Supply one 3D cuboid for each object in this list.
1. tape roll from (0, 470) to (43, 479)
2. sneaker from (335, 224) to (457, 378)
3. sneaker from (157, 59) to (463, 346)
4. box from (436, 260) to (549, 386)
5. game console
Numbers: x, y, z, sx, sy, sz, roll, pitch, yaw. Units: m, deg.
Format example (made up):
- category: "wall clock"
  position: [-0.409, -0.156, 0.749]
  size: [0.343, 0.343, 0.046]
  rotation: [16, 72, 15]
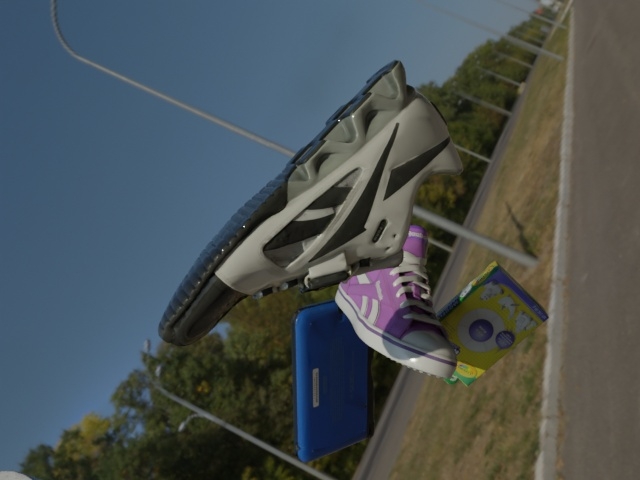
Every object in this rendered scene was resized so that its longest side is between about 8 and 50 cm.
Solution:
- category: "tape roll"
  position: [-0.328, 0.351, 0.685]
  size: [0.072, 0.219, 0.219]
  rotation: [47, -117, -42]
- category: "sneaker"
  position: [0.112, 0.062, 0.919]
  size: [0.161, 0.102, 0.282]
  rotation: [-65, 29, 10]
- category: "sneaker"
  position: [0.000, 0.000, 0.625]
  size: [0.330, 0.146, 0.122]
  rotation: [-44, 14, -1]
- category: "box"
  position: [0.220, 0.127, 0.975]
  size: [0.179, 0.105, 0.043]
  rotation: [-45, 8, 17]
- category: "game console"
  position: [0.016, 0.226, 1.298]
  size: [0.250, 0.173, 0.293]
  rotation: [-10, -74, -34]
